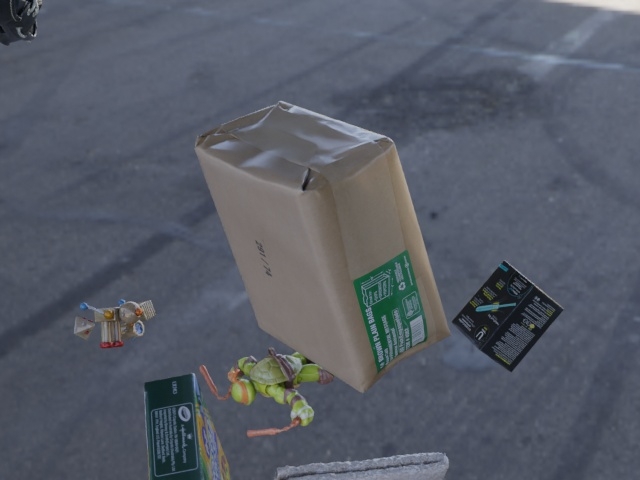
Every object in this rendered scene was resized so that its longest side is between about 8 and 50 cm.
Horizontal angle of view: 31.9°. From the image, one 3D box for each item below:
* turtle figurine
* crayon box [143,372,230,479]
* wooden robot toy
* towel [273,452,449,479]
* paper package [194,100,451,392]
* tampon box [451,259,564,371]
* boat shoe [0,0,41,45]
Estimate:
[{"bbox_3d":[-0.061,0.203,1.729,0.217,0.087,0.269,-18,20,-28],"label":"turtle figurine"},{"bbox_3d":[-0.191,0.380,1.720,0.083,0.323,0.203,-11,49,-1],"label":"crayon box"},{"bbox_3d":[-0.305,0.126,1.762,0.079,0.076,0.173,-14,-6,29],"label":"wooden robot toy"},{"bbox_3d":[0.045,0.394,1.673,0.282,0.187,0.049,-2,45,-20],"label":"towel"},{"bbox_3d":[0.000,0.000,1.562,0.168,0.325,0.309,-29,29,-22],"label":"paper package"},{"bbox_3d":[0.358,0.145,2.146,0.101,0.161,0.120,36,7,-32],"label":"tampon box"},{"bbox_3d":[-0.496,-0.387,1.803,0.091,0.114,0.302,-2,1,-16],"label":"boat shoe"}]
